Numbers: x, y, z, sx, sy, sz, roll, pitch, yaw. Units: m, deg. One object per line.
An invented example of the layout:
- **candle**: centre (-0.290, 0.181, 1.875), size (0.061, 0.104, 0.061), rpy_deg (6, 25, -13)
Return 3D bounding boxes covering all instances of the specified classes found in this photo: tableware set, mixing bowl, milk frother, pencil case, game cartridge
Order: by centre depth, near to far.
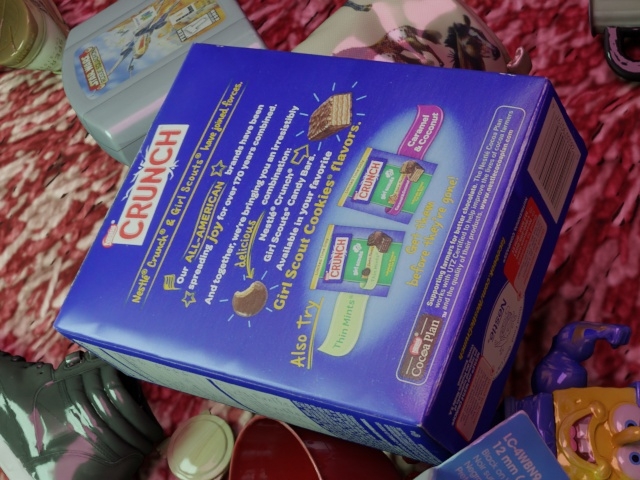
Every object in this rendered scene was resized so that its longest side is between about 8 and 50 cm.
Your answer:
- **mixing bowl**: centre (0.010, 0.220, 1.043), size (0.098, 0.181, 0.181), rpy_deg (-6, 49, -29)
- **tableware set**: centre (-0.093, 0.235, 1.143), size (0.168, 0.020, 0.141), rpy_deg (29, 74, 30)
- **milk frother**: centre (0.309, -0.222, 1.190), size (0.134, 0.143, 0.129), rpy_deg (1, 69, 18)
- **pencil case**: centre (0.001, -0.071, 1.206), size (0.183, 0.160, 0.410), rpy_deg (43, 81, 13)
- **game cartridge**: centre (-0.165, -0.187, 1.336), size (0.198, 0.062, 0.297), rpy_deg (-28, 33, -1)

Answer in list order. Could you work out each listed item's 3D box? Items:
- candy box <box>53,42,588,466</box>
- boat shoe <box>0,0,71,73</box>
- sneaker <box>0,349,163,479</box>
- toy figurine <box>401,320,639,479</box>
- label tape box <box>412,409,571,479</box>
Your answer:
- **candy box**: centre (0.000, 0.000, 0.984), size (0.317, 0.122, 0.268), rpy_deg (12, 68, 30)
- **boat shoe**: centre (-0.367, -0.278, 1.518), size (0.104, 0.089, 0.285), rpy_deg (-50, 50, 19)
- **sneaker**: centre (-0.258, 0.132, 1.219), size (0.147, 0.104, 0.296), rpy_deg (-44, 62, -10)
- **toy figurine**: centre (0.189, 0.148, 1.051), size (0.217, 0.191, 0.363), rpy_deg (6, 62, -9)
- **label tape box**: centre (0.067, 0.314, 0.843), size (0.347, 0.249, 0.115), rpy_deg (-35, 16, -1)
